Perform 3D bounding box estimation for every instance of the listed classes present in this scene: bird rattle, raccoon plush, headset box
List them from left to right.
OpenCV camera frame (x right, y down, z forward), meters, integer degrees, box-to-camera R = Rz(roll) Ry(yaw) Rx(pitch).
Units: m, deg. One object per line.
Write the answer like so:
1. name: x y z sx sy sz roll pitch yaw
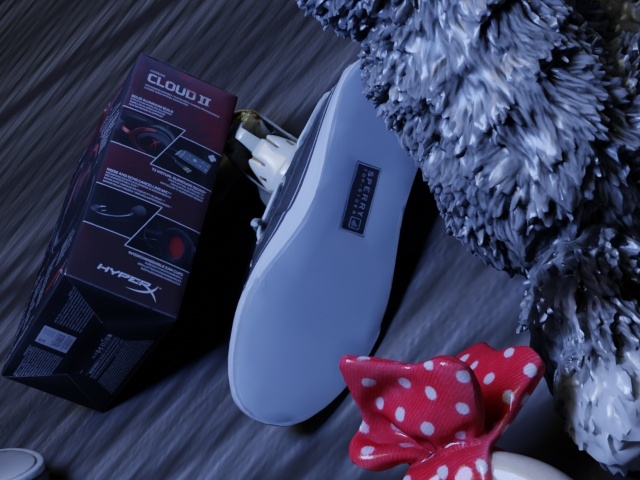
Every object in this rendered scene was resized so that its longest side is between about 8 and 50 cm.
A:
1. headset box: -0.187 -0.017 1.271 0.218 0.110 0.293 -48 24 49
2. bird rattle: 0.084 0.185 0.738 0.207 0.143 0.253 25 84 37
3. raccoon plush: 0.108 -0.108 0.836 0.216 0.299 0.446 -43 31 15

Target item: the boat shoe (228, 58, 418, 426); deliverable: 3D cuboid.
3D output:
1. boat shoe: -0.004 -0.002 1.058 0.105 0.113 0.306 167 120 -70

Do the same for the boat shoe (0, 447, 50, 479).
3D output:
1. boat shoe: -0.363 0.276 1.305 0.335 0.095 0.112 -17 9 40

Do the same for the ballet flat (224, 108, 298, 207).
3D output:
1. ballet flat: -0.048 -0.074 1.249 0.072 0.068 0.213 -51 30 0
